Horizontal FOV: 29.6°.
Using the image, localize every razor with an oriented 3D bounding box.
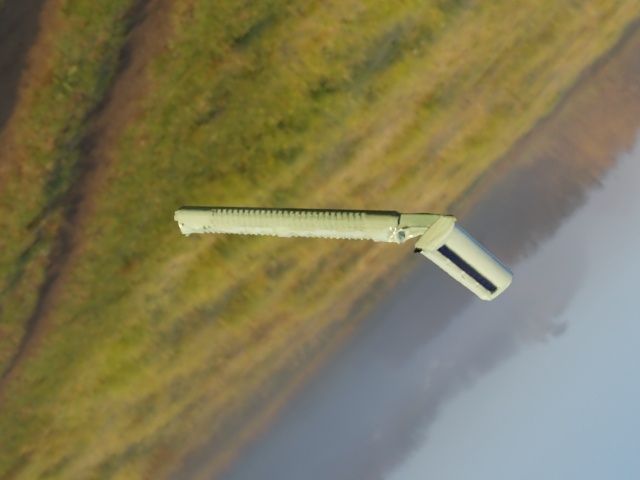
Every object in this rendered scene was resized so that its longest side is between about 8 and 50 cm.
[{"bbox_3d":[0.002,-0.007,0.702,0.084,0.211,0.036,36,68,-53],"label":"razor"}]
